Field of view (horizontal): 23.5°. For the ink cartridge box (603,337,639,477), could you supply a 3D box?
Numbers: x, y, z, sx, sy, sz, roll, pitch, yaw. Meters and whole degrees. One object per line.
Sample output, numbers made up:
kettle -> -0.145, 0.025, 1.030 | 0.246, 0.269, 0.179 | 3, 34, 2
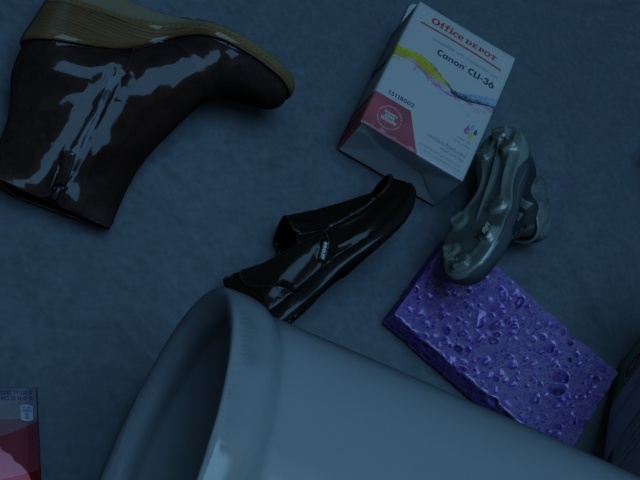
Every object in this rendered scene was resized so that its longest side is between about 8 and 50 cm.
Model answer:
ink cartridge box -> 0.340, 0.152, 1.328 | 0.114, 0.198, 0.273 | 28, 34, -3

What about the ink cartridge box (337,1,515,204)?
ink cartridge box -> 0.111, -0.149, 1.495 | 0.115, 0.067, 0.198 | 30, 60, -8

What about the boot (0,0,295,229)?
boot -> -0.160, -0.103, 1.371 | 0.248, 0.090, 0.207 | 20, 75, -16

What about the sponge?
sponge -> 0.169, 0.100, 1.436 | 0.210, 0.031, 0.117 | 41, 59, -2

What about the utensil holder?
utensil holder -> 0.037, 0.257, 1.148 | 0.385, 0.327, 0.328 | 24, 62, -14

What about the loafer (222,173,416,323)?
loafer -> 0.000, 0.000, 1.378 | 0.078, 0.080, 0.220 | 49, 59, 2

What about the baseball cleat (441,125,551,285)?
baseball cleat -> 0.175, -0.016, 1.439 | 0.109, 0.072, 0.206 | 52, 43, -29

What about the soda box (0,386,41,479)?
soda box -> -0.349, 0.160, 1.157 | 0.263, 0.092, 0.083 | 2, 69, -22
